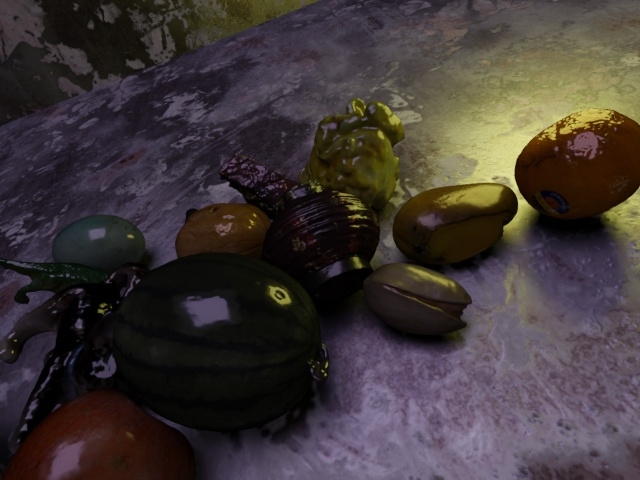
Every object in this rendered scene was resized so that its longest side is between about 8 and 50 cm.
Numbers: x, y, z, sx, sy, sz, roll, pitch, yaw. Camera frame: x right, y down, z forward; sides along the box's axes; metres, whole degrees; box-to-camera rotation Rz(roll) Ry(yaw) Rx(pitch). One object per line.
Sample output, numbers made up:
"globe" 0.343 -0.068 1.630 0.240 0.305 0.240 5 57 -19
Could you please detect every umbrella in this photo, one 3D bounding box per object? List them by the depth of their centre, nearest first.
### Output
"umbrella" -0.364 -0.040 1.123 0.036 0.031 0.133 -36 38 23

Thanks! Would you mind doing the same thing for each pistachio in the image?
"pistachio" 0.164 0.102 0.705 0.185 0.124 0.124 9 51 26

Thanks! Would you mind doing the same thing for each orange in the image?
"orange" 0.490 -0.141 0.767 0.219 0.193 0.219 -53 10 13

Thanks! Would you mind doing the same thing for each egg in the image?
"egg" -0.568 0.018 1.040 0.236 0.169 0.169 -13 43 13

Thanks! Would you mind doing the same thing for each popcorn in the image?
"popcorn" 0.068 -0.200 0.977 0.250 0.235 0.241 14 70 47

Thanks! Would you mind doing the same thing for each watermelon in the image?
"watermelon" -0.153 0.159 0.660 0.359 0.279 0.279 3 48 14

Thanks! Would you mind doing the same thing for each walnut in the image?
"walnut" -0.211 0.003 0.912 0.226 0.193 0.193 0 47 24

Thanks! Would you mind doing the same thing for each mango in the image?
"mango" 0.271 -0.042 0.808 0.262 0.130 0.167 -15 38 -2

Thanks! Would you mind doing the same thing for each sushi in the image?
"sushi" -0.105 -0.108 0.947 0.161 0.241 0.107 19 77 41

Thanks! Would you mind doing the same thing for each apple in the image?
"apple" -0.304 0.340 0.550 0.253 0.253 0.253 -11 44 11

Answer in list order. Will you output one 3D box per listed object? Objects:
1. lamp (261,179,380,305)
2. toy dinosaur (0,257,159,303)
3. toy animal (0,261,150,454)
"lamp" 0.000 0.000 0.795 0.247 0.247 0.247 -11 44 11
"toy dinosaur" -0.527 0.060 0.925 0.301 0.447 0.087 -49 21 13
"toy animal" -0.426 0.205 0.782 0.303 0.194 0.344 -41 52 -12
